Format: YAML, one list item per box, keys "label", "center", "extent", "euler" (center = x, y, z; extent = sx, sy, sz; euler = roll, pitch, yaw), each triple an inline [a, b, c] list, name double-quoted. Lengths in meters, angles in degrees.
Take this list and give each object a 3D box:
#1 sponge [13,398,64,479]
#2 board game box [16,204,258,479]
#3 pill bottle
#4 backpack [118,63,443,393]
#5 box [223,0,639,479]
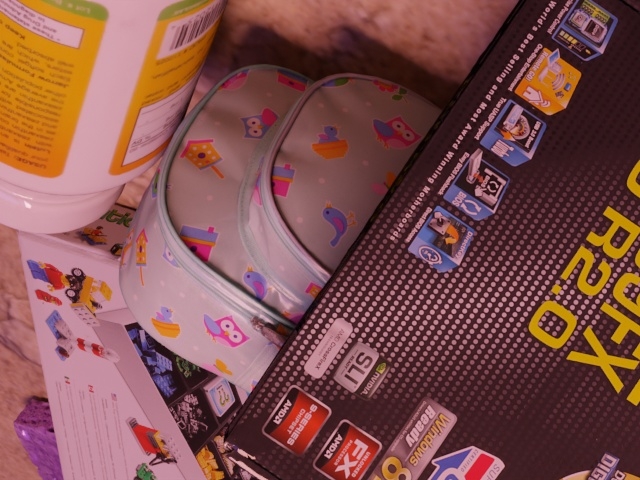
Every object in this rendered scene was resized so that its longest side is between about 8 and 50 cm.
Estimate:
- label: "sponge"
  center: [-0.118, 0.179, 1.404]
  extent: [0.210, 0.031, 0.117]
  euler: [9, 139, 30]
- label: "board game box"
  center: [-0.087, 0.119, 1.255]
  extent: [0.193, 0.053, 0.305]
  euler: [17, 134, 22]
- label: "pill bottle"
  center: [-0.124, -0.108, 0.968]
  extent: [0.136, 0.136, 0.245]
  euler: [31, 145, 2]
- label: "backpack"
  center: [0.000, 0.000, 0.972]
  extent: [0.188, 0.166, 0.144]
  euler: [25, 144, 0]
- label: "box"
  center: [0.118, 0.041, 0.861]
  extent: [0.216, 0.270, 0.060]
  euler: [35, 179, -1]
